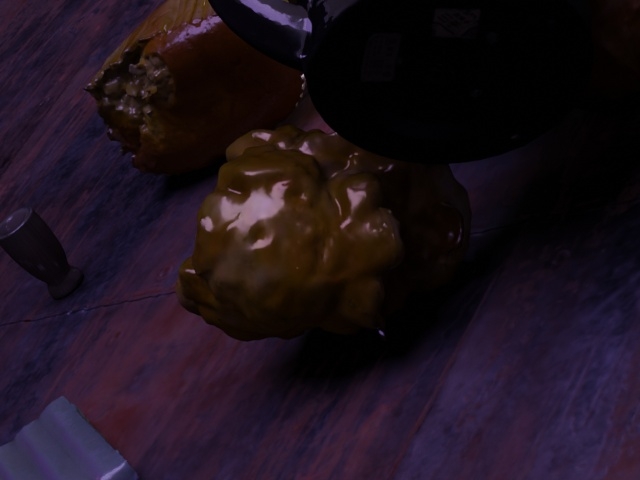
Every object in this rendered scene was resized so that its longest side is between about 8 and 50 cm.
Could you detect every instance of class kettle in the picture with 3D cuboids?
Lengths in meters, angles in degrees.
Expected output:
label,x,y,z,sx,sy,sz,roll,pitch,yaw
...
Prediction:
label,x,y,z,sx,sy,sz,roll,pitch,yaw
kettle,0.055,-0.255,1.573,0.320,0.228,0.324,-2,53,1

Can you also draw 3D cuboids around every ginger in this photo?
label,x,y,z,sx,sy,sz,roll,pitch,yaw
ginger,0.313,-0.207,1.612,0.321,0.165,0.172,-19,-6,14

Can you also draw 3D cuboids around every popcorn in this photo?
label,x,y,z,sx,sy,sz,roll,pitch,yaw
popcorn,0.003,-0.003,1.649,0.253,0.190,0.191,3,81,9

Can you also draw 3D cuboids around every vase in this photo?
label,x,y,z,sx,sy,sz,roll,pitch,yaw
vase,-0.305,0.015,2.086,0.053,0.101,0.053,-28,29,17

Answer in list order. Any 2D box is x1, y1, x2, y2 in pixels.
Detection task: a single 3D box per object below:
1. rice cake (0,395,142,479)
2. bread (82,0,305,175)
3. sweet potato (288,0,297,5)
label,x,y,z,sx,sy,sz,roll,pitch,yaw
rice cake,-0.263,0.231,1.754,0.189,0.037,0.198,-38,26,-2
bread,-0.129,-0.178,2.097,0.250,0.179,0.133,-25,33,24
sweet potato,0.045,-0.361,2.303,0.285,0.085,0.112,-31,59,-11
